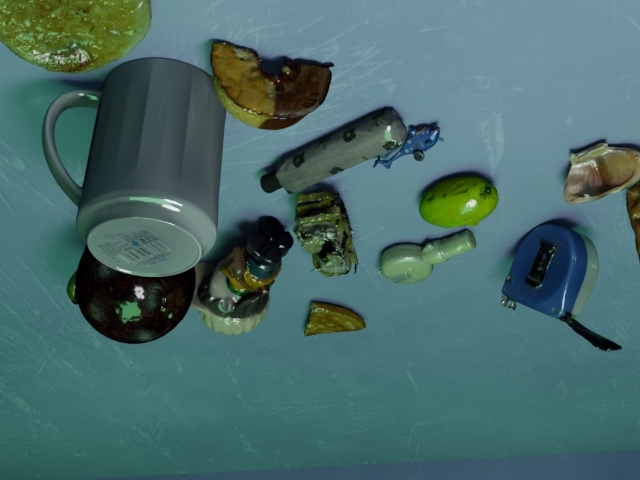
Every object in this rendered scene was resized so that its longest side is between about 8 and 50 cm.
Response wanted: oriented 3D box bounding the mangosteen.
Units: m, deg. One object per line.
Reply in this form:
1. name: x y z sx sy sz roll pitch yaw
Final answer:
1. mangosteen: -0.419 0.090 2.130 0.287 0.288 0.288 1 149 0

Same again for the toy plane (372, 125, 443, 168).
1. toy plane: 0.169 -0.181 1.868 0.062 0.054 0.167 43 133 -15

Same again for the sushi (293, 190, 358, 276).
1. sushi: 0.000 -0.006 2.083 0.139 0.131 0.291 -6 157 8

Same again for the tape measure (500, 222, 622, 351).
1. tape measure: 0.535 0.090 2.058 0.097 0.215 0.351 18 -175 -29

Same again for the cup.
1. cup: -0.330 -0.131 1.685 0.322 0.327 0.237 11 147 -13

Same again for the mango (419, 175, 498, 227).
1. mango: 0.283 -0.073 1.991 0.178 0.100 0.119 -15 149 38

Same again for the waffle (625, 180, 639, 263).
1. waffle: 0.723 -0.079 1.861 0.091 0.213 0.308 10 147 -19

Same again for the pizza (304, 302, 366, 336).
1. pizza: 0.023 0.216 2.540 0.184 0.036 0.176 16 148 -26

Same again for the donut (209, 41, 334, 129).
1. donut: -0.098 -0.258 1.672 0.217 0.141 0.085 14 154 -14

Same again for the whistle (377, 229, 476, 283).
1. whistle: 0.239 0.042 2.216 0.258 0.067 0.126 -23 143 30

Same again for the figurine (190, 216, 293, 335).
1. figurine: -0.167 0.098 2.207 0.332 0.185 0.204 -28 104 45

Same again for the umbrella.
1. umbrella: 0.018 -0.163 1.875 0.337 0.067 0.073 -22 112 33

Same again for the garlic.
1. garlic: 0.559 -0.126 1.905 0.174 0.099 0.124 -17 159 26

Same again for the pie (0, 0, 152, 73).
1. pie: -0.406 -0.374 1.536 0.276 0.079 0.277 -4 147 -2
